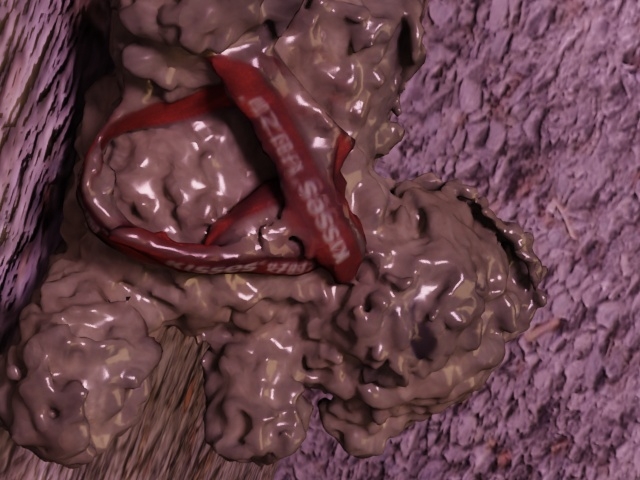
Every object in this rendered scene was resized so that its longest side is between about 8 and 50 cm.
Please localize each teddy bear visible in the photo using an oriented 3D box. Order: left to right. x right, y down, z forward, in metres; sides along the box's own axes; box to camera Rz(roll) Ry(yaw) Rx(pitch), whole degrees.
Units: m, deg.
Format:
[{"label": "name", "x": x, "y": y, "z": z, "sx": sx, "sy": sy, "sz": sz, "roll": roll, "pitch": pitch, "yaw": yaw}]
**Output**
[{"label": "teddy bear", "x": 0.000, "y": 0.000, "z": 0.773, "sx": 0.224, "sy": 0.367, "sz": 0.357, "roll": -132, "pitch": -119, "yaw": -74}]
